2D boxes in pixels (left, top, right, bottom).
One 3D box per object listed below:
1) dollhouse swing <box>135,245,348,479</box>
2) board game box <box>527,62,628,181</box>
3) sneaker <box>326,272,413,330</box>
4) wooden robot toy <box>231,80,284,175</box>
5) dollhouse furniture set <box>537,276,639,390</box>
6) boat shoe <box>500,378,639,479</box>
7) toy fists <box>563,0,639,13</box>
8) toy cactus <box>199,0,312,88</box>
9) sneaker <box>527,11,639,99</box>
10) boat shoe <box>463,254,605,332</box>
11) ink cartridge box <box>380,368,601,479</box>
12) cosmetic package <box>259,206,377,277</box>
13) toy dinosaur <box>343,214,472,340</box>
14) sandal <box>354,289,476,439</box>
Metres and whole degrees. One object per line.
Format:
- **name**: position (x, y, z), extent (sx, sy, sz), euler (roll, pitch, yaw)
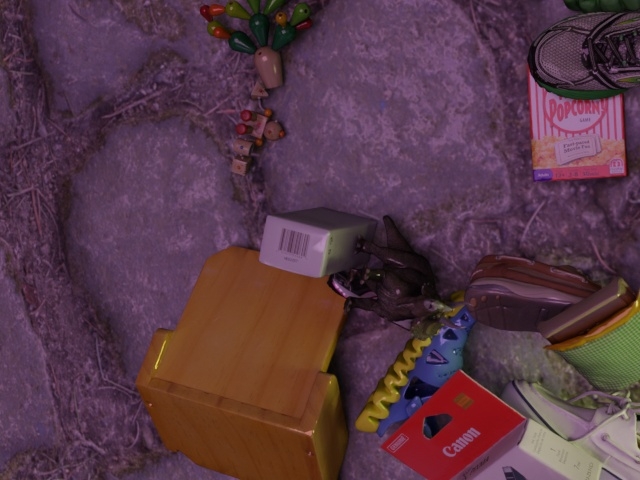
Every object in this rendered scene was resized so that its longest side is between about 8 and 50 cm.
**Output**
- **dollhouse swing**: position (-0.102, 0.239, 1.789), extent (0.347, 0.305, 0.315), euler (11, 140, 21)
- **board game box**: position (0.411, -0.194, 1.549), extent (0.147, 0.045, 0.193), euler (-3, 92, 22)
- **sneaker**: position (0.094, 0.084, 1.667), extent (0.178, 0.072, 0.077), euler (28, 87, -25)
- **wooden robot toy**: position (-0.107, -0.195, 1.754), extent (0.079, 0.076, 0.173), euler (20, 102, 9)
- **dollhouse furniture set**: position (0.488, 0.146, 1.382), extent (0.301, 0.151, 0.197), euler (-35, 123, 23)
- **boat shoe**: position (0.469, 0.302, 1.517), extent (0.367, 0.136, 0.156), euler (36, 107, 13)
- **toy fists**: position (0.382, -0.438, 1.517), extent (0.279, 0.096, 0.142), euler (22, 103, 18)
- **toy cactus**: position (-0.104, -0.366, 1.736), extent (0.219, 0.112, 0.180), euler (-6, 110, 20)
- **sneaker**: position (0.478, -0.289, 1.423), extent (0.343, 0.146, 0.134), euler (-6, 90, 8)
- **boat shoe**: position (0.394, 0.091, 1.535), extent (0.324, 0.116, 0.123), euler (16, 139, 1)
- **ink cartridge box**: position (0.251, 0.363, 1.539), extent (0.261, 0.066, 0.296), euler (33, 138, 0)
- **cosmetic package**: position (0.000, 0.000, 1.634), extent (0.117, 0.231, 0.085), euler (15, 100, 22)
- **toy dinosaur**: position (0.129, 0.069, 1.586), extent (0.160, 0.313, 0.121), euler (18, 112, -10)
- **sandal**: position (0.193, 0.225, 1.642), extent (0.138, 0.126, 0.317), euler (33, 111, 6)
